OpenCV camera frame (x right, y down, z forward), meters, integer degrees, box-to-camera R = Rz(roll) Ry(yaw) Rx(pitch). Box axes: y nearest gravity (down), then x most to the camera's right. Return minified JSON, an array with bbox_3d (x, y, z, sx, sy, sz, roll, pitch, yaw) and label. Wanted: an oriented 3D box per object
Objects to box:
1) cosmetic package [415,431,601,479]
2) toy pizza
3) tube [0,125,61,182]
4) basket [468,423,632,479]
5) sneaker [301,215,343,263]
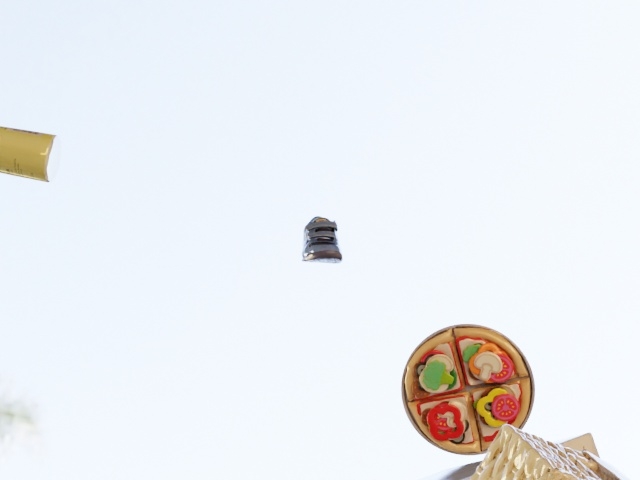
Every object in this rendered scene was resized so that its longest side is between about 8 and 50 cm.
[{"bbox_3d":[0.107,0.335,1.669,0.377,0.097,0.284,-13,-11,-35],"label":"cosmetic package"},{"bbox_3d":[0.220,0.225,2.156,0.201,0.201,0.032,2,5,7],"label":"toy pizza"},{"bbox_3d":[-0.445,-0.120,1.795,0.240,0.062,0.070,11,-63,6],"label":"tube"},{"bbox_3d":[0.155,0.232,1.068,0.103,0.167,0.113,28,4,-19],"label":"basket"},{"bbox_3d":[0.000,0.000,1.920,0.053,0.059,0.144,5,5,-9],"label":"sneaker"}]
